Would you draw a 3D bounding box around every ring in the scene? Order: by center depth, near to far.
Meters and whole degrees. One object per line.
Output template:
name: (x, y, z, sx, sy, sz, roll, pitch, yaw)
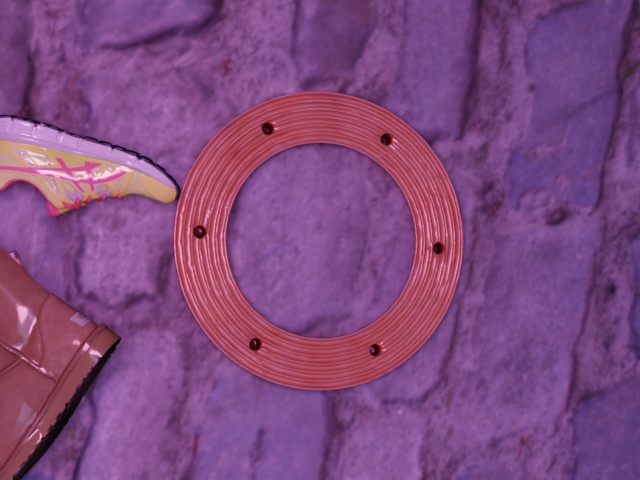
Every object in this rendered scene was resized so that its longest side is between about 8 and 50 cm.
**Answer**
ring: (0.000, 0.000, 1.467, 0.336, 0.032, 0.337, 1, 87, -14)

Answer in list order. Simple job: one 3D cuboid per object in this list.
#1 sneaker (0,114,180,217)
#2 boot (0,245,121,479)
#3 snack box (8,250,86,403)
sneaker: (-0.254, -0.065, 1.386, 0.208, 0.081, 0.094, 16, 91, -7)
boot: (-0.368, 0.103, 1.332, 0.269, 0.089, 0.236, 36, 95, 4)
snack box: (-0.315, 0.104, 1.385, 0.064, 0.022, 0.178, -25, 94, -11)
